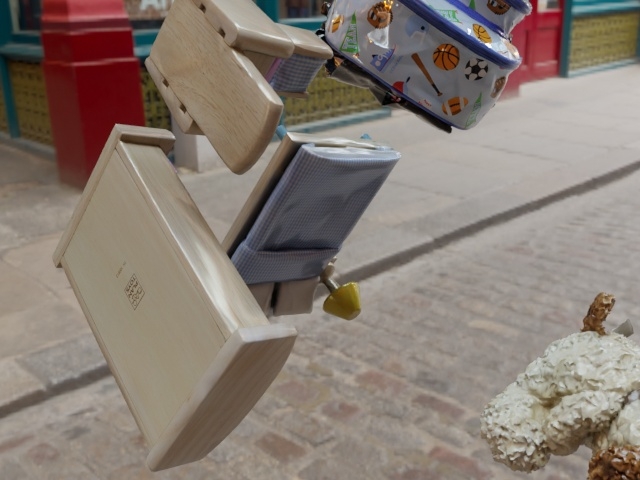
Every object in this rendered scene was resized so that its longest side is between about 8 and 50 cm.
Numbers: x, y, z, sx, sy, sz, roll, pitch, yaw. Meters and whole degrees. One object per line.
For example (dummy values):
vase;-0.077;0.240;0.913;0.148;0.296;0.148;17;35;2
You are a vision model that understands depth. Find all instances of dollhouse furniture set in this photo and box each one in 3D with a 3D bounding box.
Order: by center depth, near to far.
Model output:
dollhouse furniture set;0.000;0.000;0.592;0.303;0.286;0.198;-1;46;-46

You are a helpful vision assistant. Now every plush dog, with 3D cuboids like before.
plush dog;0.348;0.200;0.830;0.262;0.211;0.225;6;25;-34

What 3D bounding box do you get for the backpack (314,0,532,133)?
backpack;0.132;-0.251;0.908;0.276;0.213;0.263;26;31;-4
